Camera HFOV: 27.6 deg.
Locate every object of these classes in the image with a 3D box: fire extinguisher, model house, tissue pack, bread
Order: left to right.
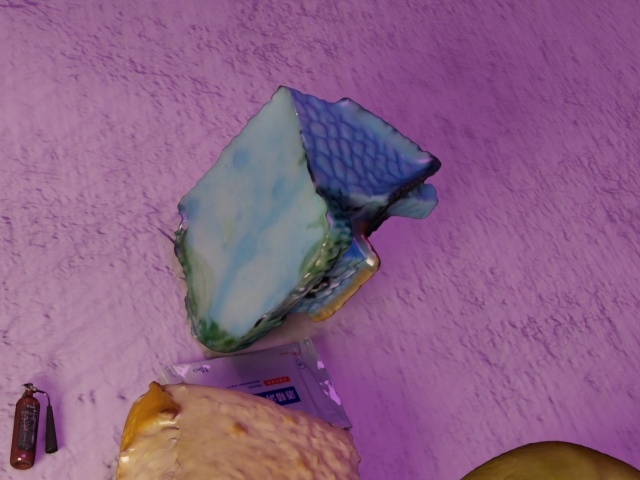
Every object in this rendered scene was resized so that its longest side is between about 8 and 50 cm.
[{"bbox_3d":[-0.284,0.183,1.304,0.046,0.032,0.100,5,51,-9],"label":"fire extinguisher"},{"bbox_3d":[-0.088,0.310,1.179,0.236,0.165,0.375,20,41,-15],"label":"bread"},{"bbox_3d":[-0.067,0.172,1.430,0.193,0.026,0.123,-9,53,-33],"label":"tissue pack"},{"bbox_3d":[0.000,0.000,1.492,0.241,0.261,0.226,8,51,-40],"label":"model house"}]

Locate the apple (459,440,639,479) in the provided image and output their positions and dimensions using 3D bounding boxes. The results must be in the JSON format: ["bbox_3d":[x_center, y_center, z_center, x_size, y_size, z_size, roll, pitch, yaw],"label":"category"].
[{"bbox_3d":[0.226,0.337,1.249,0.291,0.254,0.292,13,40,-11],"label":"apple"}]
